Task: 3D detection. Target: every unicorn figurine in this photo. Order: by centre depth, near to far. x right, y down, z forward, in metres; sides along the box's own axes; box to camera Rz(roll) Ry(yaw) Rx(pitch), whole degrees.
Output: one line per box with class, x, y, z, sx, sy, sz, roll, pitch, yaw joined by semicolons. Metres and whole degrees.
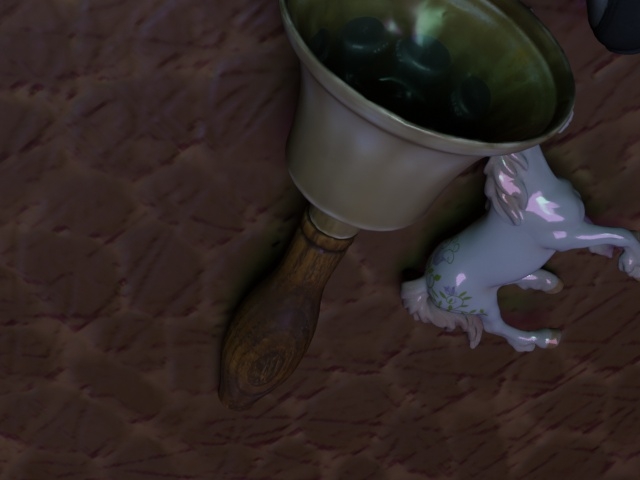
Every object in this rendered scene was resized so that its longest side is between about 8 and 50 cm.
unicorn figurine;0.096;-0.006;0.639;0.111;0.060;0.162;26;116;-27

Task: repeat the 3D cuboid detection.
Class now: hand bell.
hand bell;0.000;0.000;0.613;0.126;0.126;0.242;11;133;-19

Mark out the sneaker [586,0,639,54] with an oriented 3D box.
sneaker;0.075;-0.187;0.497;0.108;0.100;0.271;-14;124;15
